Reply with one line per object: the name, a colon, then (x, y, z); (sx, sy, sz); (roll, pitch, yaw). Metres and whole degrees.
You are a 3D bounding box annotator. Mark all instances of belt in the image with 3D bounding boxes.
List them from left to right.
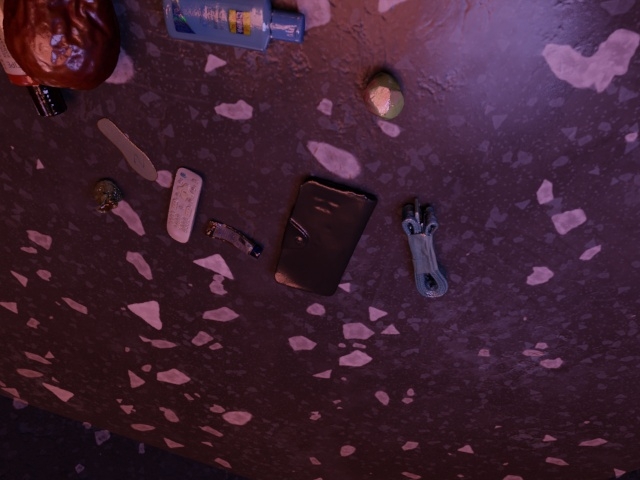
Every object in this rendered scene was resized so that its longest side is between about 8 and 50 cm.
belt: (0.270, 0.028, 1.092); (0.088, 0.072, 0.302); (-5, 131, 20)

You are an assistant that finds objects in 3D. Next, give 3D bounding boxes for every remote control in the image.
remote control: (-0.356, -0.088, 1.131); (0.073, 0.044, 0.229); (28, 123, 7)

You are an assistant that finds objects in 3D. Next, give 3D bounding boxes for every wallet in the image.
wallet: (0.000, 0.000, 1.133); (0.197, 0.051, 0.377); (17, 130, -5)

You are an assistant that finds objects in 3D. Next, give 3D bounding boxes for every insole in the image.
insole: (-0.474, -0.222, 1.061); (0.064, 0.004, 0.188); (-21, 124, 25)

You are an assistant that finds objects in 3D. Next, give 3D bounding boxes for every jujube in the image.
jujube: (-0.470, -0.410, 0.783); (0.190, 0.190, 0.255); (14, 121, -1)

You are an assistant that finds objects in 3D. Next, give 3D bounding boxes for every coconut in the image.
coconut: (0.122, -0.286, 0.843); (0.083, 0.081, 0.082); (-5, 128, -32)

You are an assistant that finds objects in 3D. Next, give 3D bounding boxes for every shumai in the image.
shumai: (-0.571, -0.109, 1.127); (0.082, 0.080, 0.083); (35, 130, -17)

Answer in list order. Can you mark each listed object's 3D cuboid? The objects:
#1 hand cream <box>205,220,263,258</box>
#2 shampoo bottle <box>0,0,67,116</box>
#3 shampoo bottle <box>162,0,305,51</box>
hand cream: (-0.239, -0.001, 1.191); (0.163, 0.039, 0.062); (28, 132, -6)
shampoo bottle: (-0.601, -0.391, 0.872); (0.105, 0.104, 0.278); (5, 132, 7)
shampoo bottle: (-0.158, -0.413, 0.796); (0.259, 0.061, 0.103); (9, 131, 2)
